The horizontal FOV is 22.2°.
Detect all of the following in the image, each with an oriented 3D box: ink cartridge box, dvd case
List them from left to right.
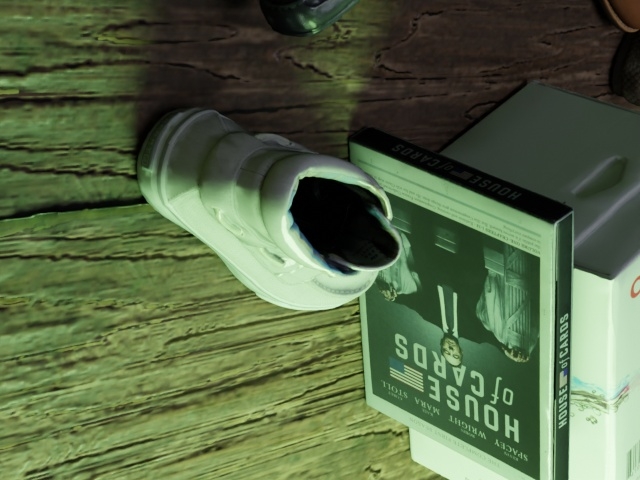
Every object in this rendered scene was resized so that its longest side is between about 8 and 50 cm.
[{"bbox_3d":[0.099,0.053,1.144,0.029,0.179,0.238,-32,132,-36],"label":"dvd case"},{"bbox_3d":[0.195,0.054,1.261,0.198,0.197,0.270,-38,136,-36],"label":"ink cartridge box"}]

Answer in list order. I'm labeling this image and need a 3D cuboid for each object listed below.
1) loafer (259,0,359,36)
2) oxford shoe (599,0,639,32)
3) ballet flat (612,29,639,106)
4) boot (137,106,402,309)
[{"bbox_3d":[0.019,-0.225,0.981,0.078,0.076,0.223,47,64,-48],"label":"loafer"},{"bbox_3d":[0.259,-0.249,1.296,0.076,0.076,0.212,-48,143,-30],"label":"oxford shoe"},{"bbox_3d":[0.323,-0.231,1.406,0.084,0.058,0.250,24,88,-57],"label":"ballet flat"},{"bbox_3d":[0.000,0.000,1.028,0.258,0.123,0.095,29,84,-56],"label":"boot"}]
